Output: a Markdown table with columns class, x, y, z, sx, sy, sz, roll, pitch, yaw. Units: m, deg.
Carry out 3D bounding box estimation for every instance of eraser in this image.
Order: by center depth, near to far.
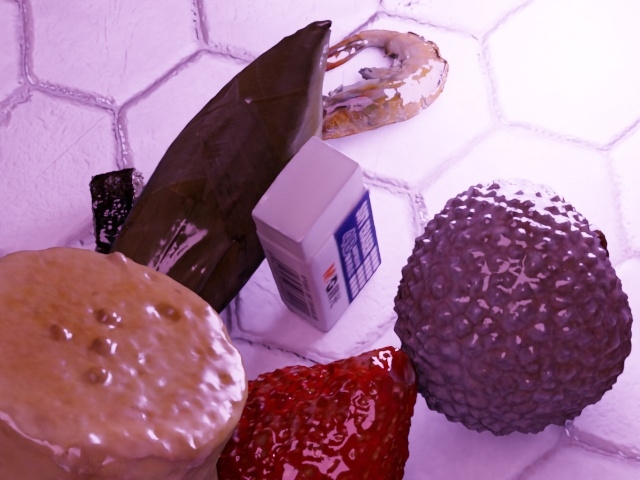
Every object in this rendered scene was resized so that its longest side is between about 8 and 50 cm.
| class | x | y | z | sx | sy | sz | roll | pitch | yaw |
| --- | --- | --- | --- | --- | --- | --- | --- | --- | --- |
| eraser | 0.000 | 0.000 | 1.778 | 0.081 | 0.279 | 0.124 | 33 | 73 | 20 |

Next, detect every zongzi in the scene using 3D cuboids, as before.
| class | x | y | z | sx | sy | sz | roll | pitch | yaw |
| --- | --- | --- | --- | --- | --- | --- | --- | --- | --- |
| zongzi | -0.124 | -0.049 | 1.736 | 0.174 | 0.393 | 0.356 | 34 | 64 | 1 |

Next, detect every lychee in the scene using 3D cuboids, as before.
| class | x | y | z | sx | sy | sz | roll | pitch | yaw |
| --- | --- | --- | --- | --- | --- | --- | --- | --- | --- |
| lychee | 0.214 | 0.075 | 1.711 | 0.300 | 0.300 | 0.300 | -3 | 65 | 7 |

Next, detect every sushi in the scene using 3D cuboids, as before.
| class | x | y | z | sx | sy | sz | roll | pitch | yaw |
| --- | --- | --- | --- | --- | --- | --- | --- | --- | --- |
| sushi | -0.256 | -0.023 | 1.936 | 0.078 | 0.090 | 0.150 | -8 | 63 | 1 |

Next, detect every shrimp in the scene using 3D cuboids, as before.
| class | x | y | z | sx | sy | sz | roll | pitch | yaw |
| --- | --- | --- | --- | --- | --- | --- | --- | --- | --- |
| shrimp | 0.048 | -0.216 | 1.999 | 0.253 | 0.058 | 0.173 | -12 | 56 | 0 |

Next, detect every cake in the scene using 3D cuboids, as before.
| class | x | y | z | sx | sy | sz | roll | pitch | yaw |
| --- | --- | --- | --- | --- | --- | --- | --- | --- | --- |
| cake | -0.263 | 0.218 | 1.541 | 0.332 | 0.321 | 0.332 | 17 | 33 | -12 |

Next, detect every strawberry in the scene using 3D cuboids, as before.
| class | x | y | z | sx | sy | sz | roll | pitch | yaw |
| --- | --- | --- | --- | --- | --- | --- | --- | --- | --- |
| strawberry | 0.003 | 0.253 | 1.653 | 0.257 | 0.261 | 0.261 | -8 | 63 | 23 |
